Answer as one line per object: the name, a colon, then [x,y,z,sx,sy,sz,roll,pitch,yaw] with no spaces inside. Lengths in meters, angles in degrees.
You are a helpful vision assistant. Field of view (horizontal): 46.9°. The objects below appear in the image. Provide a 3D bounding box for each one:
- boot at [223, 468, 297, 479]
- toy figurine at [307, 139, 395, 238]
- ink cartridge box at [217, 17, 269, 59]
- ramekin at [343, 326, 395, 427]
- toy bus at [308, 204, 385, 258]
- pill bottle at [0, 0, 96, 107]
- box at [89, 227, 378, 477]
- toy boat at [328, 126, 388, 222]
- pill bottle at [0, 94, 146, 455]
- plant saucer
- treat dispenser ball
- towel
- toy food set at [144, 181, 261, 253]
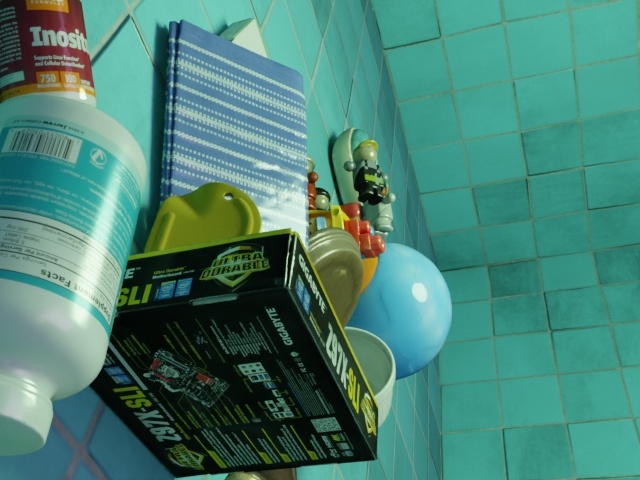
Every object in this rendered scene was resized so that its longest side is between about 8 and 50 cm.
boot: [-0.086,0.349,1.089,0.207,0.090,0.248,-99,169,-51]
toy figurine: [0.043,-0.095,1.513,0.213,0.209,0.148,60,21,-55]
ink cartridge box: [-0.136,-0.257,1.243,0.235,0.056,0.171,-66,144,-55]
ramekin: [0.030,0.259,1.294,0.207,0.207,0.109,-77,164,-54]
toy bus: [0.000,0.000,1.302,0.220,0.211,0.150,41,44,-65]
pill bottle: [-0.263,-0.191,0.688,0.086,0.086,0.152,-9,90,-75]
box: [-0.098,0.138,0.780,0.079,0.257,0.322,-83,157,-43]
toy boat: [0.113,-0.133,1.898,0.318,0.148,0.268,-75,153,-56]
pill bottle: [-0.229,0.025,0.577,0.146,0.146,0.264,62,25,-50]
plant saucer: [-0.018,0.109,1.184,0.278,0.041,0.278,-38,145,-33]
treat dispenser ball: [0.128,0.147,1.532,0.288,0.288,0.288,-9,90,-75]
towel: [-0.120,-0.136,1.057,0.243,0.040,0.336,15,64,-37]
toy food set: [-0.147,0.030,0.897,0.071,0.128,0.218,105,-2,-53]
